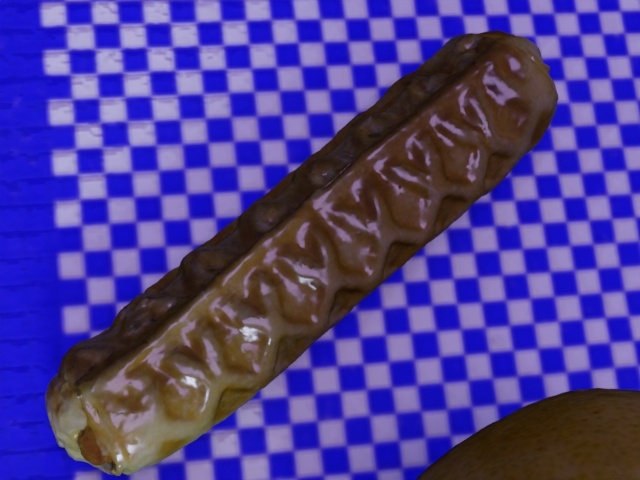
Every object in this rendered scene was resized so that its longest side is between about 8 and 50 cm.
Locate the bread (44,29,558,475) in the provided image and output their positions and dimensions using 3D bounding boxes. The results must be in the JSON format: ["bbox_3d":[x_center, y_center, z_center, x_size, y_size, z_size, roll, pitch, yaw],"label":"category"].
[{"bbox_3d":[-0.001,-0.001,0.774,0.367,0.084,0.077,-40,126,-20],"label":"bread"}]

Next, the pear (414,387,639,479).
[{"bbox_3d":[0.136,0.218,0.624,0.314,0.314,0.314,3,74,-11],"label":"pear"}]
